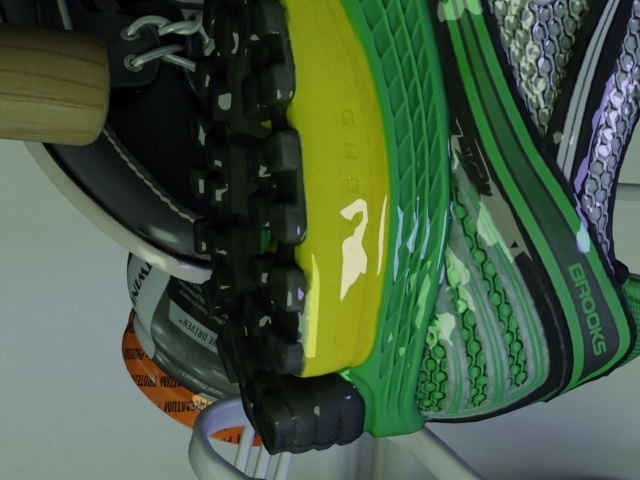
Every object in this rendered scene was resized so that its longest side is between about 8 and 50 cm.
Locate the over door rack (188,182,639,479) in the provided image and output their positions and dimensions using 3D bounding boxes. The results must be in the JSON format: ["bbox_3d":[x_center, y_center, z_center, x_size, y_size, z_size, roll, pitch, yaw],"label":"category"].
[{"bbox_3d":[0.107,0.077,0.728,0.324,0.108,0.239,-5,131,-25],"label":"over door rack"}]

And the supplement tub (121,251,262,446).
[{"bbox_3d":[-0.007,-0.015,0.744,0.117,0.117,0.190,23,119,-9],"label":"supplement tub"}]

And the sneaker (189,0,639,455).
[{"bbox_3d":[0.038,-0.113,0.535,0.146,0.134,0.344,-5,106,-17],"label":"sneaker"}]

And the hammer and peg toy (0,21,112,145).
[{"bbox_3d":[-0.102,-0.212,0.521,0.127,0.266,0.361,5,134,-19],"label":"hammer and peg toy"}]

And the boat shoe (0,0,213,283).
[{"bbox_3d":[-0.077,-0.072,0.687,0.075,0.206,0.065,21,120,-46],"label":"boat shoe"}]
